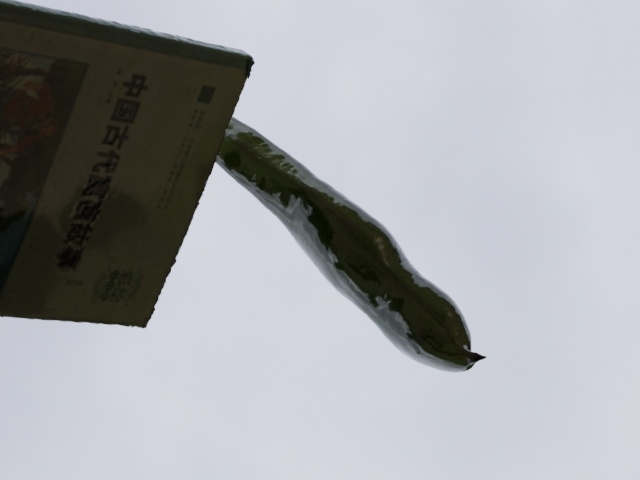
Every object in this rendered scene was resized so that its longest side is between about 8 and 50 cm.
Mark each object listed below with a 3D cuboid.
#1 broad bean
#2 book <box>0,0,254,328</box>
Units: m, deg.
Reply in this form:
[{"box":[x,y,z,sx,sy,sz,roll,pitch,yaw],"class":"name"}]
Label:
[{"box":[-0.001,-0.007,1.374,0.056,0.318,0.098,-42,-28,-21],"class":"broad bean"},{"box":[-0.182,-0.046,1.190,0.283,0.025,0.215,5,-65,-46],"class":"book"}]
